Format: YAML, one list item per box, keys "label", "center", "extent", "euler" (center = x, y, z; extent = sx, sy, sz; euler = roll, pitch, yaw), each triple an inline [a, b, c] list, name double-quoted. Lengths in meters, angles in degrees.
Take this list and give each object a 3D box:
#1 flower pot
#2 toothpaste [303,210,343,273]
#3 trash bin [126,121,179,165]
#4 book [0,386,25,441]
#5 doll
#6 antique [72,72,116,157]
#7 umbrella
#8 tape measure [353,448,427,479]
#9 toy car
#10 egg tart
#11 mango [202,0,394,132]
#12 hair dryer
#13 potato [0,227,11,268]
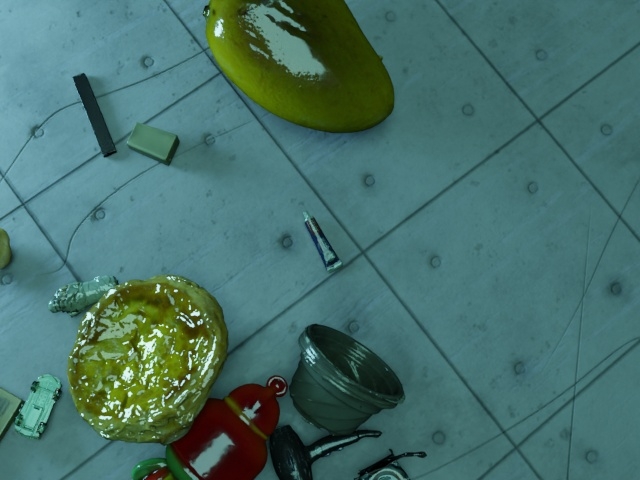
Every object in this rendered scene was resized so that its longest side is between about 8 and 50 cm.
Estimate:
- label: "flower pot"
  center: [0.032, 0.276, 1.419]
  extent: [0.235, 0.235, 0.141]
  euler: [34, 99, 4]
- label: "toothpaste"
  center: [0.000, 0.000, 1.560]
  extent: [0.037, 0.021, 0.140]
  euler: [-28, 83, -8]
- label: "trash bin"
  center: [-0.350, -0.203, 1.567]
  extent: [0.092, 0.043, 0.061]
  euler: [21, 77, 2]
- label: "book"
  center: [-0.692, 0.369, 1.423]
  extent: [0.161, 0.026, 0.231]
  euler: [29, 77, 3]
- label: "doll"
  center: [-0.194, 0.389, 1.387]
  extent: [0.182, 0.160, 0.363]
  euler: [42, 78, 9]
- label: "antique"
  center: [-0.478, -0.266, 1.586]
  extent: [0.031, 0.015, 0.192]
  euler: [-22, 81, -10]
- label: "umbrella"
  center: [-0.469, 0.109, 1.485]
  extent: [0.143, 0.062, 0.067]
  euler: [-20, 110, -9]
- label: "tape measure"
  center: [0.138, 0.454, 1.398]
  extent: [0.104, 0.180, 0.107]
  euler: [-24, 79, -26]
- label: "toy car"
  center: [-0.541, 0.319, 1.442]
  extent: [0.059, 0.035, 0.122]
  euler: [19, 68, 0]
- label: "egg tart"
  center: [-0.314, 0.224, 1.403]
  extent: [0.341, 0.129, 0.341]
  euler: [-7, 60, 12]
- label: "mango"
  center: [-0.036, -0.392, 1.553]
  extent: [0.445, 0.220, 0.301]
  euler: [36, 71, -6]
- label: "hair dryer"
  center: [0.024, 0.422, 1.434]
  extent: [0.219, 0.075, 0.196]
  euler: [-21, 72, -8]
- label: "potato"
  center: [-0.648, 0.017, 1.487]
  extent: [0.068, 0.062, 0.083]
  euler: [9, 107, -29]
